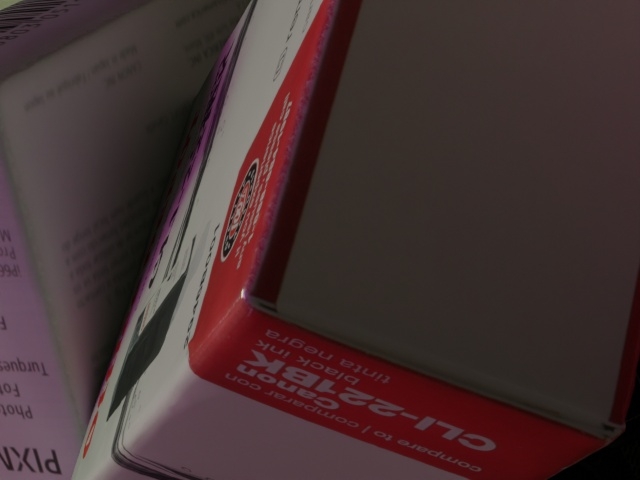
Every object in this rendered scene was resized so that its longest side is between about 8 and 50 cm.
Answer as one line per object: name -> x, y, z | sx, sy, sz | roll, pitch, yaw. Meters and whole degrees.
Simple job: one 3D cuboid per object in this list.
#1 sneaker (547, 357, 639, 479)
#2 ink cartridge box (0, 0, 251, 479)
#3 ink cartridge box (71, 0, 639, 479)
sneaker -> 0.074, 0.086, 0.753 | 0.227, 0.087, 0.130 | 128, 157, -72
ink cartridge box -> -0.047, 0.059, 0.892 | 0.308, 0.091, 0.385 | -40, -55, -53
ink cartridge box -> 0.013, -0.004, 0.649 | 0.273, 0.114, 0.197 | 129, 158, -63
